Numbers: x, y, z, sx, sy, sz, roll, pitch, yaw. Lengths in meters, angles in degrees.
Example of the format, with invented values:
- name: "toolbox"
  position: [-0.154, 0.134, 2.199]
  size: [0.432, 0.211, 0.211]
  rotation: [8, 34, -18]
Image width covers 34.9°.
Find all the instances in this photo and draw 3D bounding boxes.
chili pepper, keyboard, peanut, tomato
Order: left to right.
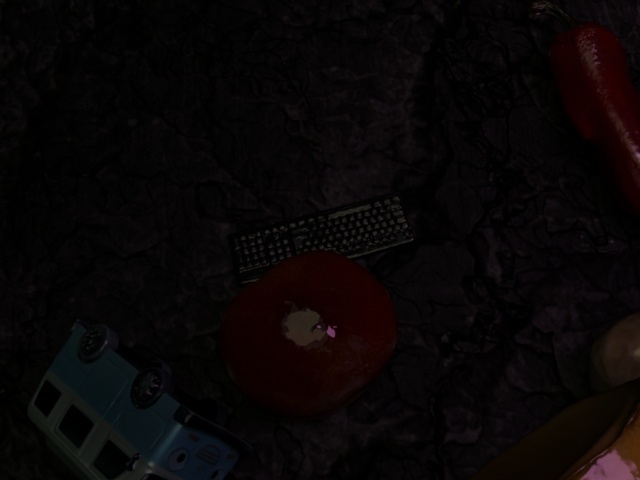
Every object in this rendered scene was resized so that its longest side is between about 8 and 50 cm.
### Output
- name: "tomato"
  position: [-0.014, 0.113, 1.286]
  size: [0.233, 0.139, 0.200]
  rotation: [-38, 76, -10]
- name: "keyboard"
  position: [0.000, 0.000, 1.396]
  size: [0.251, 0.017, 0.087]
  rotation: [-14, 67, 0]
- name: "chili pepper"
  position: [0.386, -0.182, 1.383]
  size: [0.110, 0.110, 0.387]
  rotation: [-15, 69, 0]
- name: "peanut"
  position: [0.480, 0.142, 1.219]
  size: [0.313, 0.152, 0.152]
  rotation: [-11, 67, -1]

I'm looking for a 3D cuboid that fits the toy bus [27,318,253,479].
- name: "toy bus"
  position: [-0.227, 0.224, 1.220]
  size: [0.271, 0.133, 0.164]
  rotation: [27, 79, 44]

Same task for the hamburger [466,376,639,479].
- name: "hamburger"
  position: [0.260, 0.359, 1.031]
  size: [0.396, 0.396, 0.277]
  rotation: [-36, 82, -9]
